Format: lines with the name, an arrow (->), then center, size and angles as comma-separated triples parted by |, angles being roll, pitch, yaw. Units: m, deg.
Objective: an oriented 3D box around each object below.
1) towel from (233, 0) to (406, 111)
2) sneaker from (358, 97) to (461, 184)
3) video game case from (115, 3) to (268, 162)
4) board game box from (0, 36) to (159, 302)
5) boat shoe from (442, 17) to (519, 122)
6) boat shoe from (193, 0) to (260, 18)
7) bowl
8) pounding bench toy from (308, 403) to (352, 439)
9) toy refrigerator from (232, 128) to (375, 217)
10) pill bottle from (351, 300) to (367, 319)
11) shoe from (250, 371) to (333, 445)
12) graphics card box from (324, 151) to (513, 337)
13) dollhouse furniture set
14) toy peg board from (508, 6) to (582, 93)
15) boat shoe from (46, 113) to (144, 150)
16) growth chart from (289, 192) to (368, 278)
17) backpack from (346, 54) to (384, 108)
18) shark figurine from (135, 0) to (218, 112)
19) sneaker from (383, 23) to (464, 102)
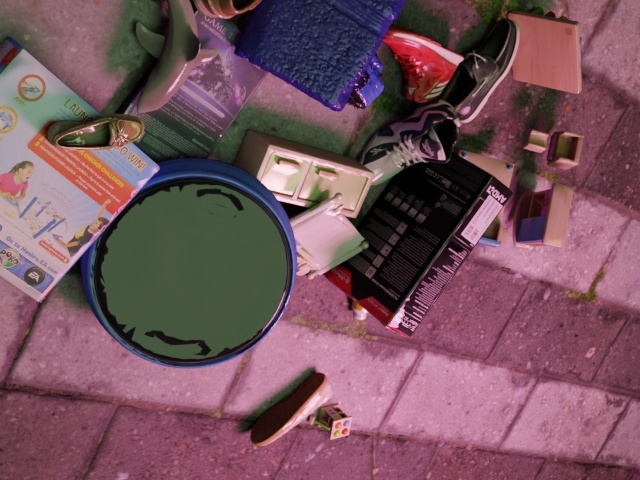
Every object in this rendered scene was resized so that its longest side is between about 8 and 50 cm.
towel -> 0.013, -0.407, 1.740 | 0.228, 0.076, 0.308 | 29, 91, -13
sneaker -> 0.184, -0.183, 1.967 | 0.235, 0.153, 0.094 | -33, 111, -1
video game case -> -0.220, -0.259, 1.737 | 0.196, 0.026, 0.274 | 33, 93, -43
board game box -> -0.470, -0.106, 1.579 | 0.302, 0.086, 0.308 | -48, 127, -3
boat shoe -> 0.330, -0.356, 2.046 | 0.079, 0.084, 0.233 | 21, 105, -43
boat shoe -> -0.082, -0.497, 1.625 | 0.123, 0.116, 0.324 | 32, 87, -44
bowl -> -0.228, 0.049, 1.773 | 0.391, 0.077, 0.391 | -4, 107, -12
pounding bench toy -> 0.022, 0.422, 2.290 | 0.083, 0.065, 0.052 | -8, 120, -33
toy refrigerator -> -0.030, -0.124, 1.909 | 0.270, 0.094, 0.102 | 12, 108, -40
pill bottle -> 0.093, 0.131, 2.185 | 0.043, 0.043, 0.083 | -6, 119, -34
shoe -> -0.060, 0.385, 2.200 | 0.219, 0.076, 0.058 | -40, 127, -14
graphics card box -> 0.197, -0.012, 2.049 | 0.094, 0.233, 0.371 | 31, 95, -42
dollhouse furniture set -> 0.391, -0.125, 2.243 | 0.303, 0.198, 0.286 | 12, 86, -9
toy peg board -> 0.489, -0.411, 2.090 | 0.079, 0.161, 0.161 | -41, 135, -31
boat shoe -> -0.344, -0.164, 1.542 | 0.153, 0.048, 0.056 | -5, 115, -29
growth chart -> 0.000, 0.000, 1.984 | 0.172, 0.021, 0.237 | -25, 148, 7
backpack -> 0.068, -0.312, 1.868 | 0.101, 0.098, 0.120 | -44, 132, -10
shark figurine -> -0.232, -0.346, 1.595 | 0.166, 0.116, 0.278 | -19, 121, -22
sneaker -> 0.184, -0.338, 1.948 | 0.221, 0.087, 0.128 | 13, 106, -39
